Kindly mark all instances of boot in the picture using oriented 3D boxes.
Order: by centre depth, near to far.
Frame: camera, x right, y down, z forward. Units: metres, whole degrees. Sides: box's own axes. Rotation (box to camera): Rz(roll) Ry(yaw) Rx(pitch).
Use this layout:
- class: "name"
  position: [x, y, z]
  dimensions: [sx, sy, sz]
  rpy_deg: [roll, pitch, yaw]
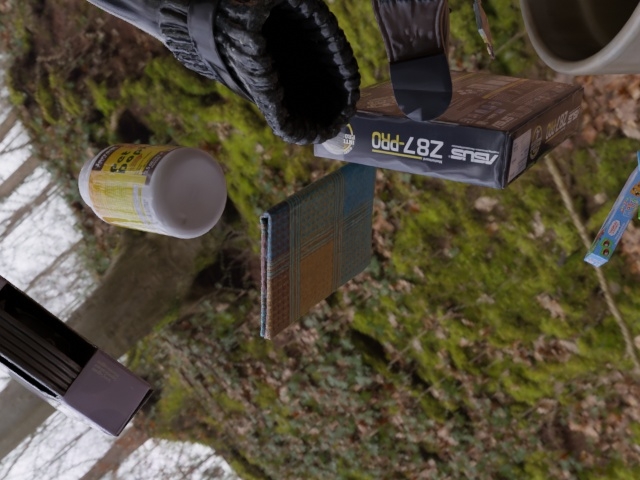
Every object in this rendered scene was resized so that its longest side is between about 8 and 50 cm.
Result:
- class: "boot"
  position: [-0.130, -0.237, 0.704]
  dimensions: [0.348, 0.131, 0.260]
  rpy_deg: [25, -166, -42]
- class: "boot"
  position: [0.093, -0.237, 0.743]
  dimensions: [0.106, 0.082, 0.219]
  rpy_deg: [-73, -20, -69]

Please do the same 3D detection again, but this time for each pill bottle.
- class: "pill bottle"
  position: [-0.234, -0.071, 0.992]
  dimensions: [0.215, 0.117, 0.117]
  rpy_deg: [9, 159, 42]

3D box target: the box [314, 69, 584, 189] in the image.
- class: "box"
  position: [0.223, -0.203, 1.219]
  dimensions: [0.318, 0.097, 0.395]
  rpy_deg: [16, -152, 28]

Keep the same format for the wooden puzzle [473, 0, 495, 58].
- class: "wooden puzzle"
  position: [0.200, -0.267, 0.910]
  dimensions: [0.049, 0.006, 0.083]
  rpy_deg: [34, -133, -56]

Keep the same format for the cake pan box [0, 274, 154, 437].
- class: "cake pan box"
  position: [-0.321, 0.107, 0.788]
  dimensions: [0.246, 0.070, 0.267]
  rpy_deg: [41, 156, -20]

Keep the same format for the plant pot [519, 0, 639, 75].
- class: "plant pot"
  position: [0.329, -0.281, 0.538]
  dimensions: [0.323, 0.280, 0.323]
  rpy_deg: [-179, 90, -87]

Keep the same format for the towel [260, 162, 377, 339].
- class: "towel"
  position: [0.000, 0.000, 1.438]
  dimensions: [0.040, 0.271, 0.370]
  rpy_deg: [18, -150, 29]

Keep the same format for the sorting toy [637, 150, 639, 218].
- class: "sorting toy"
  position: [0.539, -0.091, 1.171]
  dimensions: [0.347, 0.047, 0.196]
  rpy_deg: [3, -94, -57]

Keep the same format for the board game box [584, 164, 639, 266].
- class: "board game box"
  position: [0.609, -0.051, 1.500]
  dimensions: [0.039, 0.211, 0.160]
  rpy_deg: [30, -179, 16]
